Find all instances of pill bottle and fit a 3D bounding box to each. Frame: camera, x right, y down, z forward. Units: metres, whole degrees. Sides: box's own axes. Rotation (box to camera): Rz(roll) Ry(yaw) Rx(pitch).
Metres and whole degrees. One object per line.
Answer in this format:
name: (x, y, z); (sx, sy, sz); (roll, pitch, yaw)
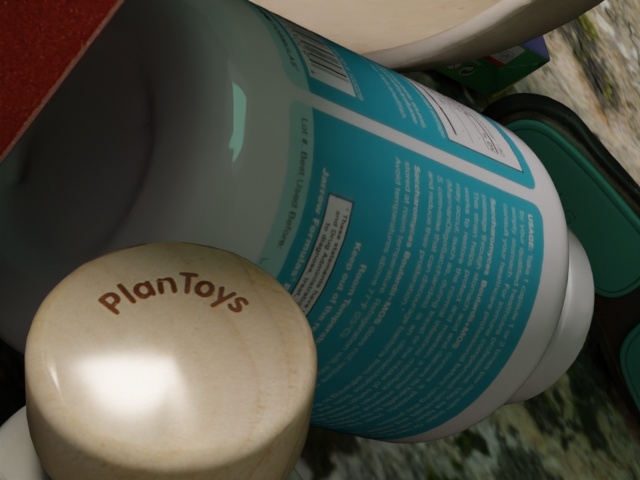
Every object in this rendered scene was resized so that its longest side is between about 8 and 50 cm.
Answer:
pill bottle: (0.000, 0.000, 0.662); (0.264, 0.146, 0.146); (20, 48, -46)

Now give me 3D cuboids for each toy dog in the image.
toy dog: (-0.045, 0.154, 0.444); (0.334, 0.161, 0.220); (-127, -154, -53)

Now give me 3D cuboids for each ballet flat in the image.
ballet flat: (0.191, 0.024, 0.969); (0.280, 0.095, 0.096); (54, 19, -7)

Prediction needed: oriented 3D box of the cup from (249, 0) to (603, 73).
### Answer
cup: (0.068, -0.231, 0.800); (0.237, 0.331, 0.331); (3, 61, -60)

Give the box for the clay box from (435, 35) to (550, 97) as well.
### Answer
clay box: (0.057, -0.205, 1.009); (0.127, 0.053, 0.222); (19, 49, -45)

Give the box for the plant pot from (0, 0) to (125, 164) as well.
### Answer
plant pot: (-0.155, -0.191, 0.522); (0.235, 0.267, 0.267); (29, 40, -20)
